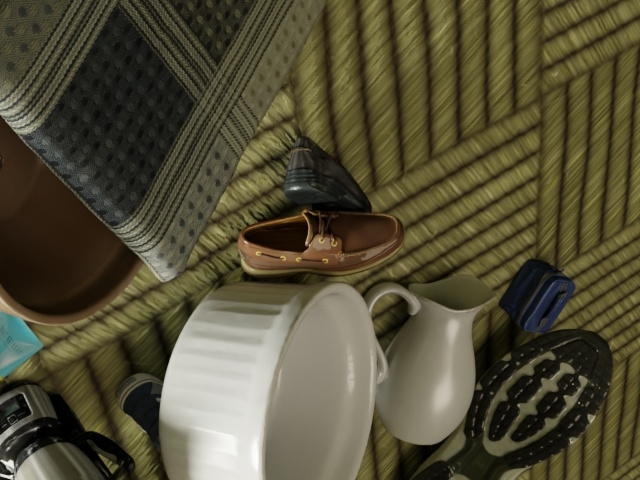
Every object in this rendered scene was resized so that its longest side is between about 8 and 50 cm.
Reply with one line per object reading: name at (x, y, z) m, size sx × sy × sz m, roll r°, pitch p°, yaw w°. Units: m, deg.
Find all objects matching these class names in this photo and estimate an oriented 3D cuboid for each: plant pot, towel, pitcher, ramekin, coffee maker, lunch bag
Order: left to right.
plant pot at (-0.235, -0.058, 1.013) m, size 0.237 × 0.110 × 0.237 m, roll -30°, pitch 126°, yaw -51°
coffee maker at (-0.265, 0.254, 1.236) m, size 0.120 × 0.178 × 0.171 m, roll -16°, pitch 130°, yaw -30°
towel at (-0.129, -0.177, 1.003) m, size 0.324 × 0.056 × 0.312 m, roll -63°, pitch 144°, yaw -20°
ramekin at (-0.054, 0.173, 1.311) m, size 0.277 × 0.135 × 0.277 m, roll -27°, pitch 121°, yaw -60°
pitcher at (0.117, 0.148, 1.558) m, size 0.178 × 0.125 × 0.207 m, roll 5°, pitch 111°, yaw -21°
lunch bag at (0.303, 0.076, 1.691) m, size 0.067 × 0.065 × 0.098 m, roll 9°, pitch 118°, yaw -46°

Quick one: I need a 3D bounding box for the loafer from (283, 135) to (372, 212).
loafer at (0.014, -0.061, 1.312) m, size 0.170 × 0.062 × 0.061 m, roll 33°, pitch 57°, yaw -66°

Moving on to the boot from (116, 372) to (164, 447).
boot at (-0.146, 0.212, 1.383) m, size 0.069 × 0.086 × 0.190 m, roll -52°, pitch 141°, yaw 8°

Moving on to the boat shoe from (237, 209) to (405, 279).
boat shoe at (0.000, 0.000, 1.290) m, size 0.178 × 0.064 × 0.060 m, roll -7°, pitch 149°, yaw 5°

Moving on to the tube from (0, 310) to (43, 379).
tube at (-0.360, 0.143, 1.164) m, size 0.207 × 0.052 × 0.080 m, roll -40°, pitch 149°, yaw -16°

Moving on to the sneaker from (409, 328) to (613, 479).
sneaker at (0.267, 0.273, 1.798) m, size 0.410 × 0.158 × 0.182 m, roll -50°, pitch 174°, yaw 18°
